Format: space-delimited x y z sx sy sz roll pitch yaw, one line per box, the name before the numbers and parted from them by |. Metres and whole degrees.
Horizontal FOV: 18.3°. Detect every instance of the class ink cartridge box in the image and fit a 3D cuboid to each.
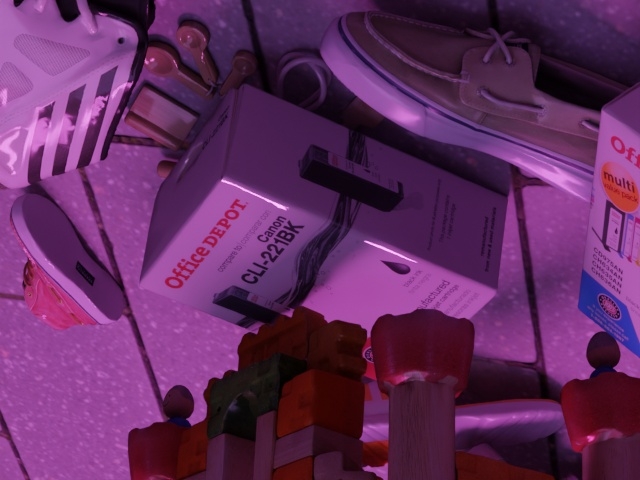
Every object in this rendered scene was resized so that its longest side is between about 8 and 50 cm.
ink cartridge box | 0.324 -0.017 1.557 0.171 0.168 0.233 41 149 32
ink cartridge box | 0.000 0.000 1.782 0.273 0.114 0.197 23 141 -16

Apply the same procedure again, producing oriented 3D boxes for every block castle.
block castle | 0.049 0.199 1.773 0.303 0.213 0.453 19 151 -33

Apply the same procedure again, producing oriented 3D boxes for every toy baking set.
toy baking set | -0.062 -0.104 1.798 0.256 0.030 0.197 14 139 11

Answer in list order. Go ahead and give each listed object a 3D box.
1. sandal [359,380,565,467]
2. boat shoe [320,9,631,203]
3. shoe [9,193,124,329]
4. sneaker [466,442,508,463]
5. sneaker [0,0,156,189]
sandal | 0.110 0.169 1.990 0.265 0.076 0.102 -6 150 4
boat shoe | 0.149 -0.128 1.634 0.302 0.109 0.094 22 125 -12
shoe | -0.280 0.027 2.021 0.081 0.063 0.178 -13 132 29
sneaker | 0.179 0.327 2.040 0.121 0.108 0.302 45 161 26
sneaker | -0.282 -0.250 1.693 0.257 0.169 0.447 -12 121 4
